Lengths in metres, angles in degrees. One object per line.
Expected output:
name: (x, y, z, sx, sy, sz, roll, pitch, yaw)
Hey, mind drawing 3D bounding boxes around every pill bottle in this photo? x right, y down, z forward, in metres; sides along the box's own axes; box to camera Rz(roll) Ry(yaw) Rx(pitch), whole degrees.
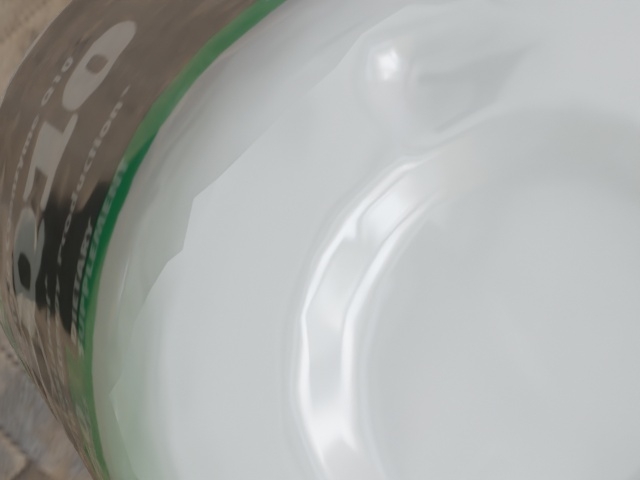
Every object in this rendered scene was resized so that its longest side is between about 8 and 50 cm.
pill bottle: (0.000, 0.000, 0.620, 0.204, 0.361, 0.204, -3, 99, -16)
